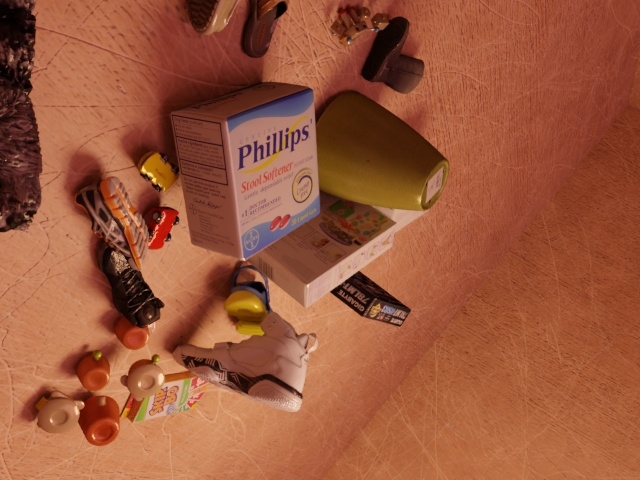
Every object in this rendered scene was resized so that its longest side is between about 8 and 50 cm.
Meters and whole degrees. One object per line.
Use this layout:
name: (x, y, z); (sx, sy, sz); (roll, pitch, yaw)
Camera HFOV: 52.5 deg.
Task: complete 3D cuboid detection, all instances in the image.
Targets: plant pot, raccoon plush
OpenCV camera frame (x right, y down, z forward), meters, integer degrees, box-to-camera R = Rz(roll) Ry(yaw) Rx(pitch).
plant pot: (0.161, -0.195, 1.620); (0.275, 0.293, 0.275); (-41, 147, -36)
raccoon plush: (-0.551, -0.173, 0.853); (0.299, 0.216, 0.447); (-4, 96, -37)

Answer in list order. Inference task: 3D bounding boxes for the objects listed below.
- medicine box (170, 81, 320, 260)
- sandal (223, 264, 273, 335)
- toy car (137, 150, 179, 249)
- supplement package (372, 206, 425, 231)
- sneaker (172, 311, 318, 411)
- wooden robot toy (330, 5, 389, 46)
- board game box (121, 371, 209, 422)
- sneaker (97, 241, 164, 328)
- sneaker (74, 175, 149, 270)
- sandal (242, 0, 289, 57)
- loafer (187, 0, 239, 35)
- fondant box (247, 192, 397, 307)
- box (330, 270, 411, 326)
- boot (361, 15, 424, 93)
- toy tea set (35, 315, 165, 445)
medicine box: (-0.140, -0.150, 1.323); (0.263, 0.149, 0.289); (-33, 130, -45)
sandal: (-0.175, 0.169, 1.749); (0.317, 0.126, 0.138); (89, 5, -63)
toy car: (-0.284, -0.115, 1.347); (0.225, 0.053, 0.239); (-30, 144, -36)
supplement package: (0.228, -0.162, 1.933); (0.194, 0.149, 0.203); (-32, 144, -33)
sneaker: (-0.185, 0.283, 1.656); (0.137, 0.365, 0.210); (64, 45, -61)
wooden robot toy: (0.070, -0.481, 1.481); (0.173, 0.076, 0.079); (-31, 179, -34)
board game box: (-0.409, 0.417, 1.753); (0.259, 0.039, 0.124); (6, 115, -54)
sneaker: (-0.386, 0.095, 1.347); (0.087, 0.130, 0.228); (-34, 142, -33)
sneaker: (-0.391, -0.028, 1.240); (0.083, 0.084, 0.215); (-11, 128, 5)
sandal: (-0.098, -0.451, 1.249); (0.090, 0.060, 0.219); (-19, 136, -46)
loafer: (-0.145, -0.477, 1.114); (0.092, 0.102, 0.269); (3, 119, -49)
fondant box: (0.000, 0.000, 1.687); (0.330, 0.238, 0.096); (-34, 145, -31)
box: (0.093, 0.133, 1.907); (0.073, 0.293, 0.295); (-58, 151, 5)
boot: (0.213, -0.467, 1.666); (0.208, 0.076, 0.190); (0, 136, -47)
toy tea set: (-0.484, 0.314, 1.493); (0.336, 0.124, 0.200); (-47, 121, -4)
